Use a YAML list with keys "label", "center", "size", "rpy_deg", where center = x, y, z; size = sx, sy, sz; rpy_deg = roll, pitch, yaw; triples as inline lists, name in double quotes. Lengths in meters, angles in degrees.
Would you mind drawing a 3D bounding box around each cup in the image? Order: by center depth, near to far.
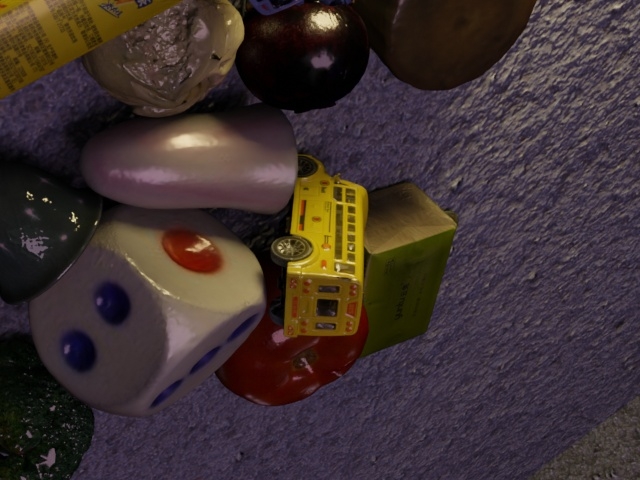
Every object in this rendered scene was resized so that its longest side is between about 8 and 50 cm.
- label: "cup"
  center: [-0.417, -0.035, 1.326]
  size: [0.199, 0.199, 0.150]
  rpy_deg: [-43, 123, 3]

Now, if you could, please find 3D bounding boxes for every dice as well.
- label: "dice"
  center: [-0.253, 0.098, 1.466]
  size: [0.251, 0.243, 0.259]
  rpy_deg: [-51, 169, 28]

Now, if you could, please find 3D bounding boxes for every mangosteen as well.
- label: "mangosteen"
  center: [-0.030, -0.297, 1.388]
  size: [0.194, 0.194, 0.230]
  rpy_deg: [-16, 107, -28]

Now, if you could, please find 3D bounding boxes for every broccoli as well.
- label: "broccoli"
  center: [-0.490, 0.308, 1.556]
  size: [0.269, 0.269, 0.254]
  rpy_deg: [-28, 135, -16]

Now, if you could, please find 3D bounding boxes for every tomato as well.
- label: "tomato"
  center: [-0.072, 0.140, 1.719]
  size: [0.298, 0.226, 0.298]
  rpy_deg: [-16, 140, -14]

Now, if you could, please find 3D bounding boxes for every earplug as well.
- label: "earplug"
  center: [-0.202, -0.111, 1.410]
  size: [0.301, 0.172, 0.172]
  rpy_deg: [-6, 131, -36]

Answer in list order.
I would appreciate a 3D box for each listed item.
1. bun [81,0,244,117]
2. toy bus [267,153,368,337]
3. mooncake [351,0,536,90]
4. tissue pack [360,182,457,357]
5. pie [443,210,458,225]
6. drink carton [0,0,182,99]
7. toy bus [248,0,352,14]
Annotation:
- label: "bun"
  center: [-0.199, -0.244, 1.299]
  size: [0.210, 0.116, 0.237]
  rpy_deg: [-39, 160, 20]
- label: "toy bus"
  center: [0.000, 0.000, 1.560]
  size: [0.152, 0.330, 0.144]
  rpy_deg: [3, 128, 0]
- label: "mooncake"
  center: [0.178, -0.382, 1.476]
  size: [0.290, 0.161, 0.290]
  rpy_deg: [-21, 139, -20]
- label: "tissue pack"
  center: [0.113, 0.060, 1.843]
  size: [0.200, 0.167, 0.275]
  rpy_deg: [-16, 135, -28]
- label: "pie"
  center: [0.246, -0.028, 1.989]
  size: [0.084, 0.021, 0.084]
  rpy_deg: [-19, 134, -21]
- label: "drink carton"
  center: [-0.315, -0.292, 1.154]
  size: [0.351, 0.154, 0.111]
  rpy_deg: [-31, 141, -12]
- label: "toy bus"
  center: [-0.071, -0.370, 1.174]
  size: [0.133, 0.292, 0.125]
  rpy_deg: [-38, 142, 1]
